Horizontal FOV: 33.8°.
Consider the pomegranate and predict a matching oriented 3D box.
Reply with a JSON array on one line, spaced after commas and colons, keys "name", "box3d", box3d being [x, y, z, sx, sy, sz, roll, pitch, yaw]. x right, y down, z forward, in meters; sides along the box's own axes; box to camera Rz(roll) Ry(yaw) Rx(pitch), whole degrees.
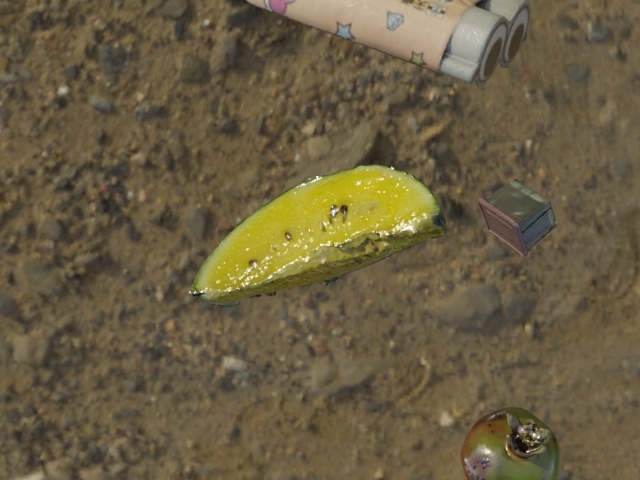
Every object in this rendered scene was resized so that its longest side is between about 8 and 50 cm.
[{"name": "pomegranate", "box3d": [0.240, 0.276, 1.328, 0.129, 0.129, 0.159, -2, 169, 13]}]

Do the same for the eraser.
[{"name": "eraser", "box3d": [0.080, -0.272, 1.207, 0.290, 0.171, 0.087, 24, 127, 20]}]

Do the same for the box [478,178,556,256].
[{"name": "box", "box3d": [0.256, -0.032, 1.356, 0.063, 0.085, 0.060, -33, 127, -10]}]

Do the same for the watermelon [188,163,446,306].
[{"name": "watermelon", "box3d": [0.000, 0.000, 1.142, 0.301, 0.129, 0.123, -20, 101, 21]}]
